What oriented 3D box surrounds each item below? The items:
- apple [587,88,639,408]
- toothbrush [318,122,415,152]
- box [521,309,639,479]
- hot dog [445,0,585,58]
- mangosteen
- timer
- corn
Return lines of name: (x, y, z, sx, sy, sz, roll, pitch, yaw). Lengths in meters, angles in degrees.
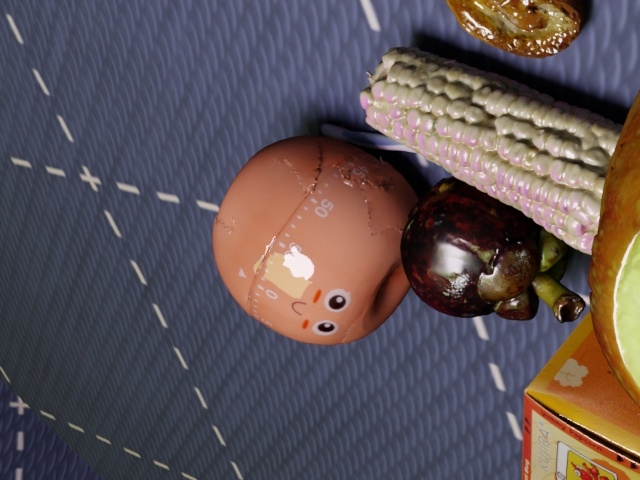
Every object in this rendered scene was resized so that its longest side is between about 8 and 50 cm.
apple: (0.379, -0.003, 0.938, 0.374, 0.384, 0.374, 29, 170, 5)
toothbrush: (0.097, -0.108, 1.547, 0.269, 0.021, 0.027, 13, 131, 44)
box: (0.359, 0.235, 1.450, 0.259, 0.214, 0.283, 28, 146, 30)
hot dog: (0.170, -0.225, 1.277, 0.147, 0.065, 0.099, 47, 140, 2)
mangosteen: (0.173, 0.012, 1.467, 0.184, 0.172, 0.172, 31, 153, -16)
timer: (0.000, 0.000, 1.590, 0.215, 0.230, 0.230, 29, 146, 15)
corn: (0.185, -0.097, 1.367, 0.335, 0.126, 0.127, 32, 147, 29)
